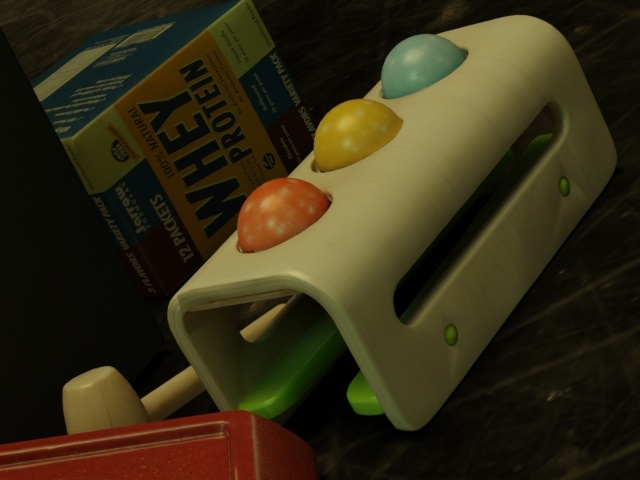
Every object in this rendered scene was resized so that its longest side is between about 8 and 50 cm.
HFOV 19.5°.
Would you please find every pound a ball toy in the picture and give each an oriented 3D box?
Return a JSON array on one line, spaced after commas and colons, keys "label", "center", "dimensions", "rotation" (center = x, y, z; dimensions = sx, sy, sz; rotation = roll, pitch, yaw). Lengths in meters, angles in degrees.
[{"label": "pound a ball toy", "center": [0.000, 0.000, 1.061], "dimensions": [0.208, 0.136, 0.319], "rotation": [-9, 27, 42]}]

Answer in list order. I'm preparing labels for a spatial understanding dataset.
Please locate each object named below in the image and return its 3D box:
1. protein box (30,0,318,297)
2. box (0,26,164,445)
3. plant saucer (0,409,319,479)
[{"label": "protein box", "center": [-0.146, -0.064, 1.407], "dimensions": [0.200, 0.136, 0.201], "rotation": [-6, 30, 47]}, {"label": "box", "center": [-0.308, 0.010, 1.169], "dimensions": [0.294, 0.296, 0.183], "rotation": [-8, 30, 32]}, {"label": "plant saucer", "center": [-0.124, 0.158, 0.838], "dimensions": [0.259, 0.048, 0.258], "rotation": [-8, 25, -1]}]
